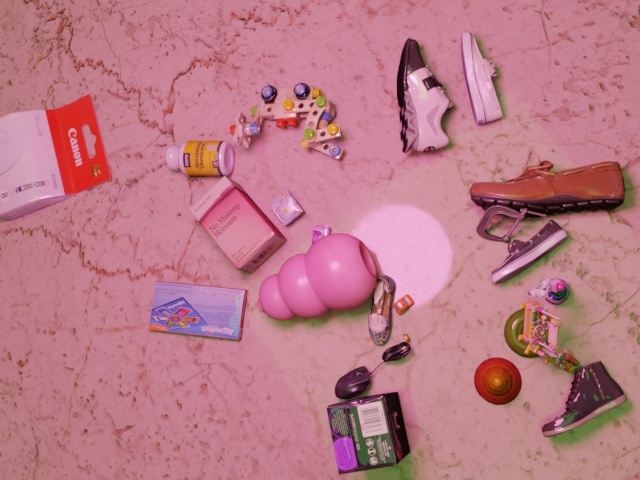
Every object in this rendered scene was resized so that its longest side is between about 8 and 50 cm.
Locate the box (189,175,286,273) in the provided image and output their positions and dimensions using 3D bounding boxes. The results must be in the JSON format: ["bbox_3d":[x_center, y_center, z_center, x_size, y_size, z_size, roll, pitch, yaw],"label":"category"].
[{"bbox_3d":[-0.233,-0.043,2.013,0.148,0.127,0.232,-43,74,4],"label":"box"}]

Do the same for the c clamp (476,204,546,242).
[{"bbox_3d":[0.481,-0.039,1.836,0.137,0.161,0.022,20,54,-4],"label":"c clamp"}]

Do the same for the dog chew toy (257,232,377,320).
[{"bbox_3d":[-0.019,0.115,1.904,0.331,0.206,0.207,-25,76,17],"label":"dog chew toy"}]

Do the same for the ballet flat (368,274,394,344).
[{"bbox_3d":[0.156,0.185,1.910,0.070,0.070,0.189,3,81,14],"label":"ballet flat"}]

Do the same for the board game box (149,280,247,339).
[{"bbox_3d":[-0.354,0.201,2.054,0.281,0.027,0.145,5,80,15],"label":"board game box"}]

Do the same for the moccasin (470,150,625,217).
[{"bbox_3d":[0.577,-0.146,1.825,0.379,0.139,0.147,-6,73,15],"label":"moccasin"}]

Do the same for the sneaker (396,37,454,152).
[{"bbox_3d":[0.290,-0.399,1.961,0.146,0.122,0.331,-2,79,-5],"label":"sneaker"}]

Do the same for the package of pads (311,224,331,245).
[{"bbox_3d":[0.000,0.000,1.997,0.050,0.032,0.083,4,82,13],"label":"package of pads"}]

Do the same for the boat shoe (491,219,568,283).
[{"bbox_3d":[0.528,0.025,1.840,0.228,0.080,0.076,-35,68,5],"label":"boat shoe"}]

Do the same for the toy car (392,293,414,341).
[{"bbox_3d":[0.233,0.206,1.900,0.060,0.040,0.122,-22,76,10],"label":"toy car"}]

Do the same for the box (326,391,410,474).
[{"bbox_3d":[0.125,0.471,1.762,0.143,0.270,0.165,-13,78,11],"label":"box"}]

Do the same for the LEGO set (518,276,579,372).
[{"bbox_3d":[0.561,0.237,1.691,0.132,0.107,0.287,-32,116,-17],"label":"LEGO set"}]

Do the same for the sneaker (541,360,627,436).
[{"bbox_3d":[0.627,0.394,1.758,0.222,0.083,0.118,-28,69,-1],"label":"sneaker"}]

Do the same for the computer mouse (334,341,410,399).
[{"bbox_3d":[0.134,0.340,1.887,0.242,0.041,0.071,-38,29,5],"label":"computer mouse"}]

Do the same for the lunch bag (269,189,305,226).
[{"bbox_3d":[-0.094,-0.093,2.027,0.071,0.053,0.083,-40,84,7],"label":"lunch bag"}]

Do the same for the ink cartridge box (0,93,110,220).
[{"bbox_3d":[-0.876,-0.270,2.232,0.384,0.091,0.308,-20,77,11],"label":"ink cartridge box"}]

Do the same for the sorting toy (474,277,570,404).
[{"bbox_3d":[0.512,0.250,1.780,0.127,0.126,0.366,33,91,17],"label":"sorting toy"}]

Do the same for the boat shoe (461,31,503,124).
[{"bbox_3d":[0.440,-0.448,1.940,0.084,0.095,0.258,-11,89,8],"label":"boat shoe"}]

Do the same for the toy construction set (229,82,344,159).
[{"bbox_3d":[-0.091,-0.338,2.026,0.327,0.151,0.215,2,81,3],"label":"toy construction set"}]

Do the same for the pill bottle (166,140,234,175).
[{"bbox_3d":[-0.354,-0.242,2.089,0.184,0.103,0.103,2,81,14],"label":"pill bottle"}]
